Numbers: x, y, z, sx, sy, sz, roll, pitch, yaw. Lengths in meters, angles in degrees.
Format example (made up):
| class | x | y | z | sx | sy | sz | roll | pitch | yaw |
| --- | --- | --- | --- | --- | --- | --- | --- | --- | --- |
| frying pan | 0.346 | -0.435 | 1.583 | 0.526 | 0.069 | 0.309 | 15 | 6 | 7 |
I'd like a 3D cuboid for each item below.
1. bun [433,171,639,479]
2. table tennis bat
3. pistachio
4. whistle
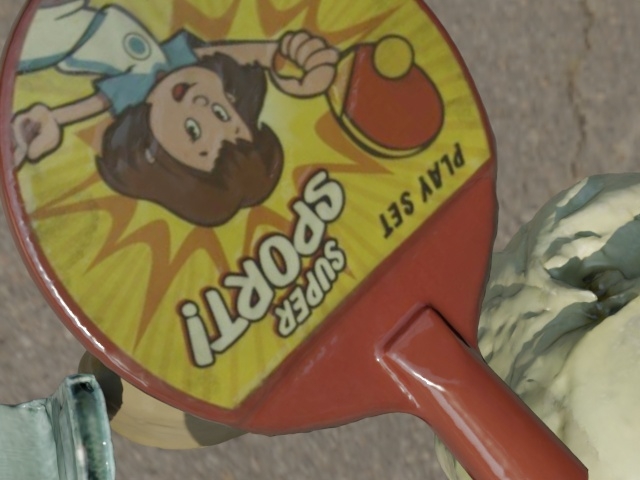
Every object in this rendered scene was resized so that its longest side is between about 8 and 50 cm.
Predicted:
| class | x | y | z | sx | sy | sz | roll | pitch | yaw |
| --- | --- | --- | --- | --- | --- | --- | --- | --- | --- |
| bun | 0.230 | 0.090 | 1.289 | 0.361 | 0.213 | 0.361 | -27 | 29 | 16 |
| table tennis bat | 0.000 | 0.000 | 0.708 | 0.200 | 0.038 | 0.310 | -45 | 103 | -15 |
| pistachio | -0.123 | 0.138 | 1.913 | 0.288 | 0.166 | 0.197 | -2 | 99 | -10 |
| whistle | -0.315 | 0.260 | 1.865 | 0.405 | 0.188 | 0.168 | -23 | 70 | 37 |
